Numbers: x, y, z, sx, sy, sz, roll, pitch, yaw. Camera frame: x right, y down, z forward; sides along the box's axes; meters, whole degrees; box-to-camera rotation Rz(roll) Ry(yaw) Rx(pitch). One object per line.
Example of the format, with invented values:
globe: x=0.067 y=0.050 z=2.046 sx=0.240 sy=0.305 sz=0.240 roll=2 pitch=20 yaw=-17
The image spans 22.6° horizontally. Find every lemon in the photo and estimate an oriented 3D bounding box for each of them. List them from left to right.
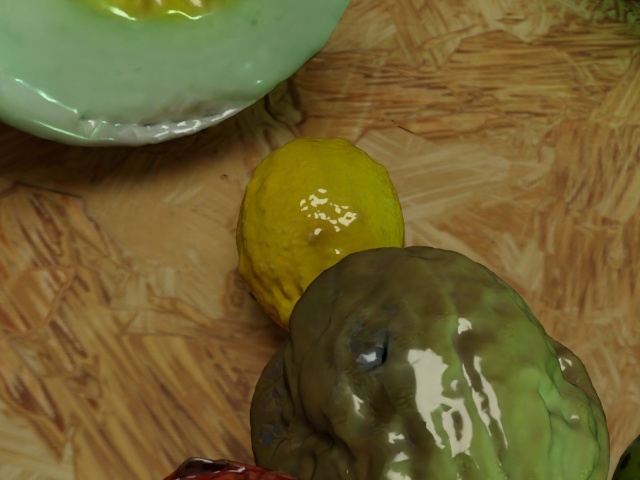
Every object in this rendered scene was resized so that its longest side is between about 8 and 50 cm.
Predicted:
lemon: x=0.000 y=0.000 z=1.049 sx=0.114 sy=0.114 sz=0.155 roll=-1 pitch=49 yaw=-4

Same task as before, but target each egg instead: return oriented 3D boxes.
egg: x=-0.170 y=-0.287 z=1.148 sx=0.354 sy=0.354 sz=0.340 roll=-16 pitch=38 yaw=-17

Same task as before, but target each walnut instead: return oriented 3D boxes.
walnut: x=0.061 y=0.111 z=0.908 sx=0.198 sy=0.198 sz=0.245 roll=-8 pitch=41 yaw=-11

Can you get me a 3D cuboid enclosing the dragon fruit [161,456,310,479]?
dragon fruit: x=-0.037 y=0.230 z=0.747 sx=0.241 sy=0.241 sz=0.252 roll=-26 pitch=94 yaw=-24

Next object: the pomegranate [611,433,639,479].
pomegranate: x=0.223 y=0.168 z=0.880 sx=0.159 sy=0.159 sz=0.205 roll=37 pitch=36 yaw=25
